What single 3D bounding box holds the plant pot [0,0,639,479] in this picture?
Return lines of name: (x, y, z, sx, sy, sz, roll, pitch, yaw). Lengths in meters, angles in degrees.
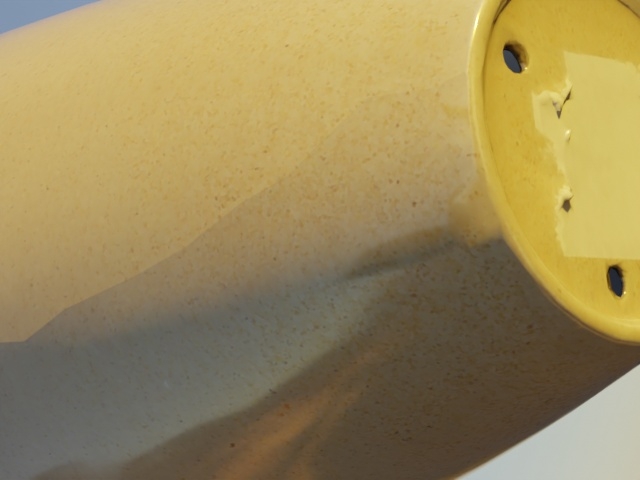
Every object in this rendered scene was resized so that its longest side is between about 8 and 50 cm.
plant pot: (0.000, 0.000, 0.533, 0.256, 0.274, 0.256, 15, -113, -40)
